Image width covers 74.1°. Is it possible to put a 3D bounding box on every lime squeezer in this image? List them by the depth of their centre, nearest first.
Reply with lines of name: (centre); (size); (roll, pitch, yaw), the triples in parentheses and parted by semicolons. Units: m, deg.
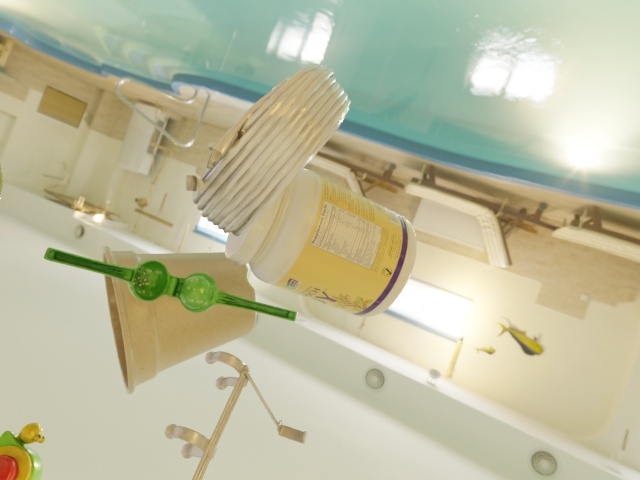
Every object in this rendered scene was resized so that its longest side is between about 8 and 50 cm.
lime squeezer: (-0.186, 0.058, 0.569); (0.310, 0.058, 0.110); (20, 151, -25)

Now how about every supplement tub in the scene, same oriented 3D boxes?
supplement tub: (0.000, 0.000, 0.869); (0.331, 0.241, 0.241); (23, 178, -21)

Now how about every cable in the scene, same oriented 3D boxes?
cable: (-0.062, -0.120, 0.568); (0.089, 0.257, 0.257); (43, 169, -9)

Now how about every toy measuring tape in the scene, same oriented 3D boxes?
toy measuring tape: (-0.654, 0.526, 0.825); (0.121, 0.330, 0.121); (18, 147, 12)

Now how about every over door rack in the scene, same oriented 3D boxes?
over door rack: (-0.147, 0.348, 0.651); (0.108, 0.239, 0.324); (4, 140, 25)

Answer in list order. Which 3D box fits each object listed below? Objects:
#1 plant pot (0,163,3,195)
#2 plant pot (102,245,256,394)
plant pot: (-0.438, 0.027, 0.308); (0.275, 0.293, 0.274); (32, -154, -18)
plant pot: (-0.334, 0.156, 1.029); (0.305, 0.333, 0.334); (-10, -165, -30)
